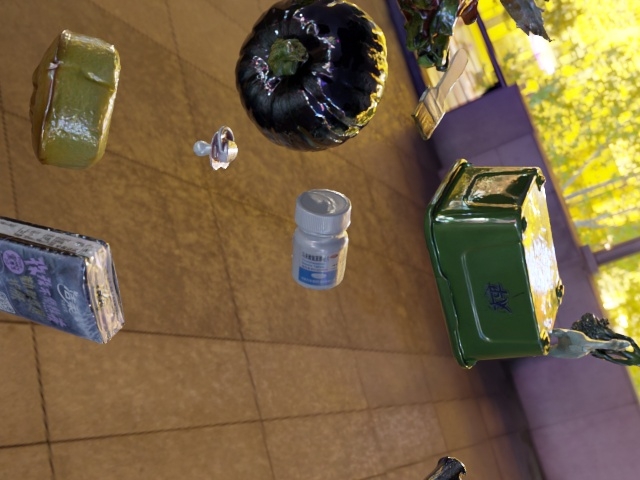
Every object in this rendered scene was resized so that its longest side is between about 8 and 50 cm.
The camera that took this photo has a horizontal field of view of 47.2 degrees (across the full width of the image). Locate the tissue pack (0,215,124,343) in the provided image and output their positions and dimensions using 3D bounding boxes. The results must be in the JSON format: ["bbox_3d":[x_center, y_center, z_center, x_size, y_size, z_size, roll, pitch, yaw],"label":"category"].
[{"bbox_3d":[-0.648,0.090,1.720,0.122,0.362,0.259,-56,151,-48],"label":"tissue pack"}]

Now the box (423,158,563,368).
[{"bbox_3d":[0.312,0.038,1.279,0.252,0.178,0.328,-55,135,-51],"label":"box"}]

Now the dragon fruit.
[{"bbox_3d":[0.182,-0.425,1.172,0.200,0.198,0.269,44,53,-54],"label":"dragon fruit"}]

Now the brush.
[{"bbox_3d":[0.286,-0.356,1.712,0.085,0.020,0.336,56,46,-25],"label":"brush"}]

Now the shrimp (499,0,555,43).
[{"bbox_3d":[0.430,-0.510,1.501,0.223,0.126,0.047,56,7,-4],"label":"shrimp"}]

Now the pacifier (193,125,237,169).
[{"bbox_3d":[-0.197,-0.172,1.353,0.099,0.078,0.081,-26,121,-73],"label":"pacifier"}]

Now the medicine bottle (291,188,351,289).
[{"bbox_3d":[0.000,0.000,1.362,0.105,0.105,0.168,-75,171,-57],"label":"medicine bottle"}]

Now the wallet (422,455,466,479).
[{"bbox_3d":[0.174,0.560,1.420,0.071,0.262,0.221,36,44,24],"label":"wallet"}]

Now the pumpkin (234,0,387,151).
[{"bbox_3d":[-0.035,-0.313,1.344,0.296,0.296,0.295,50,28,-38],"label":"pumpkin"}]

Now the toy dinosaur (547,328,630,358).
[{"bbox_3d":[0.486,0.204,1.420,0.242,0.167,0.053,57,39,-72],"label":"toy dinosaur"}]

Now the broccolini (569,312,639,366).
[{"bbox_3d":[0.608,0.223,1.518,0.203,0.091,0.068,31,-5,-5],"label":"broccolini"}]

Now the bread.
[{"bbox_3d":[-0.464,-0.256,1.367,0.148,0.270,0.269,11,50,-19],"label":"bread"}]
